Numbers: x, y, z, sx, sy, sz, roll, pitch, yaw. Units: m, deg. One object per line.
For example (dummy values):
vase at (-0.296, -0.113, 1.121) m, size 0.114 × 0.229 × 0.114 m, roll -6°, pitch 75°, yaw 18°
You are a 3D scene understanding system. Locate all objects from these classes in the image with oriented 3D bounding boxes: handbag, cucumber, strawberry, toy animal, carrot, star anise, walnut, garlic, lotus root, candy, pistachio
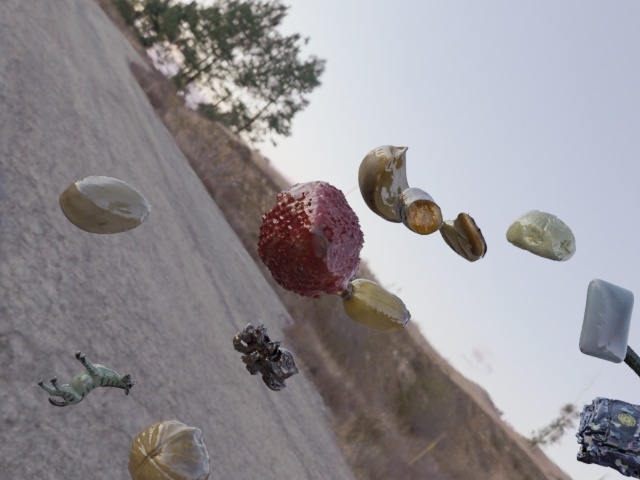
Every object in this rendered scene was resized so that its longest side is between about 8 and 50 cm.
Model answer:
handbag at (0.675, 0.446, 1.574) m, size 0.260 × 0.162 × 0.113 m, roll -28°, pitch 123°, yaw -59°
cucumber at (0.860, 0.339, 1.854) m, size 0.256 × 0.043 × 0.044 m, roll 51°, pitch -20°, yaw 11°
strawberry at (-0.002, 0.003, 1.486) m, size 0.258 × 0.261 × 0.261 m, roll 0°, pitch -47°, yaw 48°
toy animal at (-0.631, 0.389, 1.862) m, size 0.176 × 0.217 × 0.073 m, roll 57°, pitch -4°, yaw -26°
carrot at (0.193, -0.060, 1.362) m, size 0.082 × 0.082 × 0.173 m, roll 54°, pitch 3°, yaw -10°
star anise at (-0.170, 0.340, 1.976) m, size 0.220 × 0.099 × 0.214 m, roll -31°, pitch -95°, yaw 54°
walnut at (-0.414, 0.610, 1.903) m, size 0.225 × 0.225 × 0.261 m, roll 51°, pitch 0°, yaw 23°
garlic at (0.230, -0.148, 2.202) m, size 0.151 × 0.196 × 0.338 m, roll -74°, pitch 146°, yaw -47°
lotus root at (0.171, 0.217, 2.278) m, size 0.303 × 0.131 × 0.146 m, roll 28°, pitch 42°, yaw -25°
candy at (0.653, 0.184, 1.557) m, size 0.138 × 0.174 × 0.071 m, roll 18°, pitch -10°, yaw -27°
pistachio at (-0.570, -0.093, 1.820) m, size 0.138 × 0.238 × 0.153 m, roll -3°, pitch -94°, yaw 52°

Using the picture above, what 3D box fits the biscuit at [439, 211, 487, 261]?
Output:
biscuit at (0.426, -0.004, 2.062) m, size 0.154 × 0.045 × 0.299 m, roll 63°, pitch -6°, yaw 2°

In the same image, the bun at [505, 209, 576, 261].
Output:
bun at (0.687, -0.020, 2.113) m, size 0.220 × 0.134 × 0.220 m, roll 17°, pitch 11°, yaw -3°
